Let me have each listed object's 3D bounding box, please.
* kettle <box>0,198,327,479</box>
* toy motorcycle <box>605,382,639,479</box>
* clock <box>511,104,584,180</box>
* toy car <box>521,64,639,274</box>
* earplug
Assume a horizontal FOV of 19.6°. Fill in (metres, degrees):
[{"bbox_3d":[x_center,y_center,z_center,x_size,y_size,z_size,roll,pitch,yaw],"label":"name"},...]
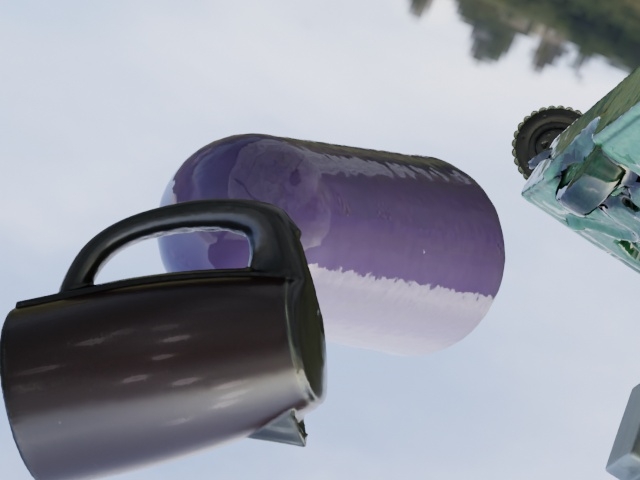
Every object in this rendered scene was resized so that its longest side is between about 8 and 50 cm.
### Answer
[{"bbox_3d":[-0.112,0.076,1.412,0.232,0.202,0.144,-12,162,8],"label":"kettle"},{"bbox_3d":[0.235,0.145,1.070,0.150,0.102,0.221,33,-124,-9],"label":"toy motorcycle"},{"bbox_3d":[0.198,-0.075,1.542,0.083,0.074,0.010,18,-176,-12],"label":"clock"},{"bbox_3d":[0.197,-0.046,0.791,0.141,0.097,0.320,34,160,-3],"label":"toy car"},{"bbox_3d":[0.000,0.000,1.763,0.215,0.215,0.456,33,-170,25],"label":"earplug"}]
